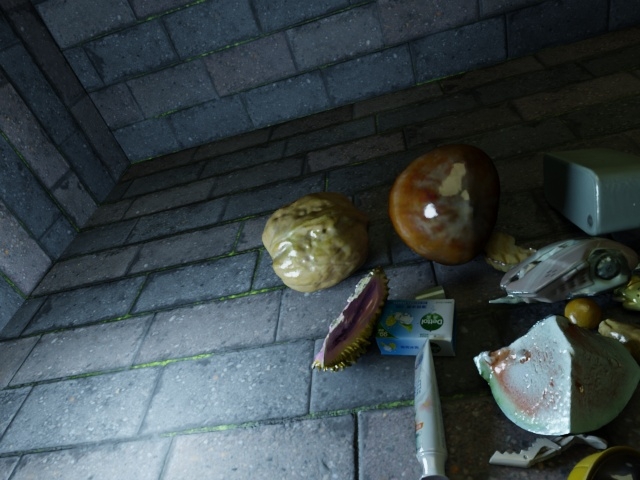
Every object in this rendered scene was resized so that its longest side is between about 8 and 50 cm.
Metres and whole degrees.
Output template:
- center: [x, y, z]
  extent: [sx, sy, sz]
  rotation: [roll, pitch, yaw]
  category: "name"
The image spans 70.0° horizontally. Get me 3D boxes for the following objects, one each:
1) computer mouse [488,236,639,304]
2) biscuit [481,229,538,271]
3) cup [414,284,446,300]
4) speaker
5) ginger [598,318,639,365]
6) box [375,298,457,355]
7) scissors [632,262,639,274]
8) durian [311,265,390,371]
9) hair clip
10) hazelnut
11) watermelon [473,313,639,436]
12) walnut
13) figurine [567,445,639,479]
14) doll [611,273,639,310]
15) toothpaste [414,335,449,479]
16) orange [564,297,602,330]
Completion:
- center: [0.601, 0.069, 1.159]
  extent: [0.390, 0.114, 0.199]
  rotation: [-17, 9, 0]
  category: "computer mouse"
- center: [0.536, 0.043, 1.330]
  extent: [0.118, 0.061, 0.183]
  rotation: [-26, 33, -4]
  category: "biscuit"
- center: [0.313, 0.172, 1.290]
  extent: [0.084, 0.074, 0.054]
  rotation: [-16, -2, 12]
  category: "cup"
- center: [0.789, -0.154, 1.292]
  extent: [0.185, 0.183, 0.406]
  rotation: [-9, 17, 11]
  category: "speaker"
- center: [0.704, 0.233, 0.974]
  extent: [0.115, 0.081, 0.205]
  rotation: [-47, 40, 18]
  category: "ginger"
- center: [0.257, 0.228, 1.212]
  extent: [0.195, 0.073, 0.139]
  rotation: [-4, 38, 23]
  category: "box"
- center: [0.826, 0.070, 1.185]
  extent: [0.119, 0.014, 0.058]
  rotation: [-15, 40, 14]
  category: "scissors"
- center: [0.094, 0.230, 1.219]
  extent: [0.112, 0.191, 0.341]
  rotation: [28, 59, 11]
  category: "durian"
- center: [0.449, 0.414, 0.902]
  extent: [0.226, 0.034, 0.072]
  rotation: [-22, 36, -1]
  category: "hair clip"
- center: [0.369, -0.105, 1.345]
  extent: [0.366, 0.365, 0.365]
  rotation: [-14, 36, 10]
  category: "hazelnut"
- center: [0.460, 0.262, 0.914]
  extent: [0.320, 0.213, 0.289]
  rotation: [-5, 18, 27]
  category: "watermelon"
- center: [-0.001, -0.002, 1.468]
  extent: [0.344, 0.305, 0.306]
  rotation: [-25, 35, -3]
  category: "walnut"
- center: [0.514, 0.450, 0.705]
  extent: [0.193, 0.167, 0.257]
  rotation: [-14, 28, -29]
  category: "figurine"
- center: [0.770, 0.141, 1.077]
  extent: [0.106, 0.062, 0.162]
  rotation: [-26, 36, 1]
  category: "doll"
- center: [0.241, 0.371, 1.026]
  extent: [0.066, 0.100, 0.323]
  rotation: [10, 41, -2]
  category: "toothpaste"
- center: [0.626, 0.177, 1.091]
  extent: [0.085, 0.084, 0.085]
  rotation: [-14, 36, 10]
  category: "orange"
